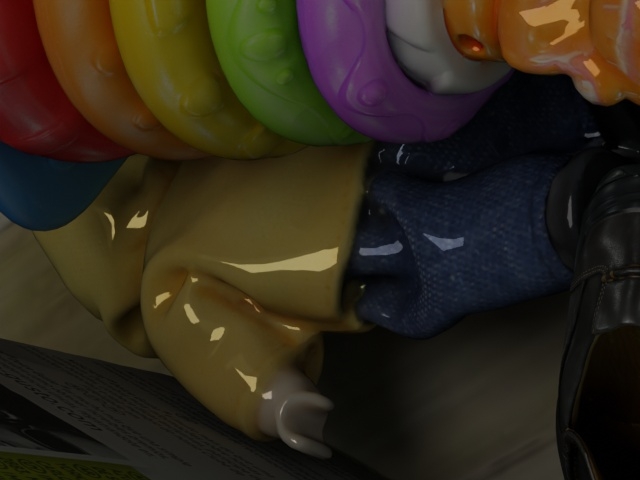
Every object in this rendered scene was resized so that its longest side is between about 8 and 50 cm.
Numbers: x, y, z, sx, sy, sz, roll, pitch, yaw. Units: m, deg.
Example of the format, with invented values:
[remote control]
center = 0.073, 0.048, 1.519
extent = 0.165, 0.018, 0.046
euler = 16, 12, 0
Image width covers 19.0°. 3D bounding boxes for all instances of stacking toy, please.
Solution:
[stacking toy]
center = 0.004, -0.086, 0.592
extent = 0.302, 0.175, 0.166
euler = 14, 59, 39

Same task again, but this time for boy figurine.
[boy figurine]
center = 0.000, 0.000, 0.695
extent = 0.285, 0.092, 0.177
euler = -12, 53, 40

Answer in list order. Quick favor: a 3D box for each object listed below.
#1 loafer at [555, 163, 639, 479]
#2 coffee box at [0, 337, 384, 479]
[loafer]
center = 0.094, 0.059, 0.572
extent = 0.062, 0.170, 0.061
euler = 6, 41, 21
[coffee box]
center = -0.099, 0.229, 0.566
extent = 0.338, 0.334, 0.338
euler = 23, 95, 44
